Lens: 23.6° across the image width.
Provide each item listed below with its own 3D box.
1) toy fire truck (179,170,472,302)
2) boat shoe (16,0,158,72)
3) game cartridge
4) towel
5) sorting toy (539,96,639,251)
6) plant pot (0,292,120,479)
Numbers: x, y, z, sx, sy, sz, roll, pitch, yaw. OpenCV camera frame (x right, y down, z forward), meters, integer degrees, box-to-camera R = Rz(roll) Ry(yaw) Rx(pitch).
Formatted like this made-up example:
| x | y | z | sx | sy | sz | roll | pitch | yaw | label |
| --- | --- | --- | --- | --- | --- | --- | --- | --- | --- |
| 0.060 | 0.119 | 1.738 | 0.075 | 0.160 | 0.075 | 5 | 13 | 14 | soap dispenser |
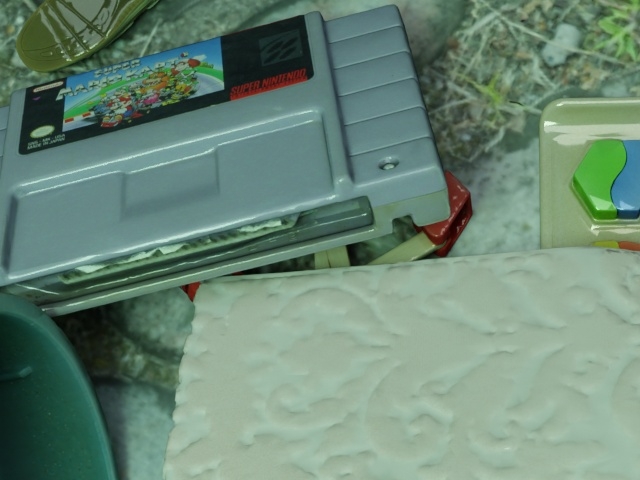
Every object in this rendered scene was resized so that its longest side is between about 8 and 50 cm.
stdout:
| x | y | z | sx | sy | sz | roll | pitch | yaw | label |
| --- | --- | --- | --- | --- | --- | --- | --- | --- | --- |
| 0.000 | 0.000 | 1.097 | 0.192 | 0.047 | 0.135 | -44 | 72 | -8 | toy fire truck |
| -0.166 | -0.181 | 1.185 | 0.153 | 0.048 | 0.056 | -41 | 84 | 1 | boat shoe |
| -0.101 | -0.057 | 1.064 | 0.355 | 0.068 | 0.230 | -14 | 41 | 4 | game cartridge |
| 0.061 | 0.128 | 0.923 | 0.317 | 0.053 | 0.332 | -5 | 38 | 9 | towel |
| 0.250 | -0.004 | 1.069 | 0.193 | 0.038 | 0.208 | 0 | 73 | 7 | sorting toy |
| -0.334 | 0.216 | 0.945 | 0.334 | 0.341 | 0.341 | -6 | 71 | 15 | plant pot |
